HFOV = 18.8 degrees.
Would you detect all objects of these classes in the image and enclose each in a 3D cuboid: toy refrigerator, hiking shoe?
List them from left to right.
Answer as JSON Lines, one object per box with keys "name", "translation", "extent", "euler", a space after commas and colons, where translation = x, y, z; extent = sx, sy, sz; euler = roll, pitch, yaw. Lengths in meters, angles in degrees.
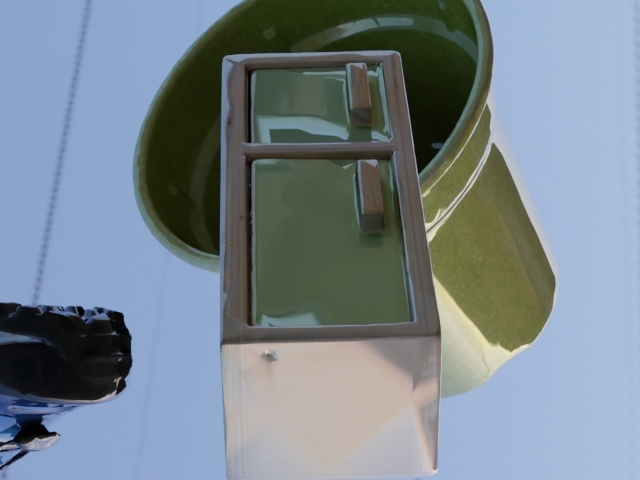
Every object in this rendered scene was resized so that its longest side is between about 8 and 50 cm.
{"name": "hiking shoe", "translation": [-0.193, 0.114, 0.911], "extent": [0.113, 0.304, 0.132], "euler": [4, -111, -50]}
{"name": "toy refrigerator", "translation": [0.000, 0.000, 0.991], "extent": [0.102, 0.094, 0.269], "euler": [-1, -147, -1]}

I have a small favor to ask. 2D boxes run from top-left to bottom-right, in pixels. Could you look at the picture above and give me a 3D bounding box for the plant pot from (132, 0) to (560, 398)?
{"name": "plant pot", "translation": [0.045, -0.022, 1.403], "extent": [0.254, 0.276, 0.276], "euler": [52, -142, -43]}
